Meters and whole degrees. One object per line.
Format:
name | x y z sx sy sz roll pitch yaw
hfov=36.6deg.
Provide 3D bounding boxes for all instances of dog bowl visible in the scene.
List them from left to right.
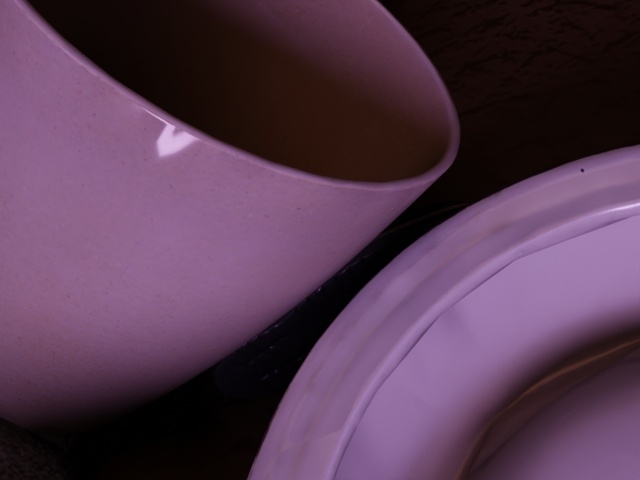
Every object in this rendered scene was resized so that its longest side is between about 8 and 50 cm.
dog bowl | 0.173 0.156 0.404 0.408 0.150 0.408 -12 52 15

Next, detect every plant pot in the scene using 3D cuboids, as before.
plant pot | -0.104 -0.021 0.538 0.274 0.256 0.256 -55 40 33

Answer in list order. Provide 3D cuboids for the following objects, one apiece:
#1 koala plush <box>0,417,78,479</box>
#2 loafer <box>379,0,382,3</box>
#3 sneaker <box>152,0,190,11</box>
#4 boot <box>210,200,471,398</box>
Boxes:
koala plush | -0.250 0.160 0.589 0.221 0.203 0.196 -3 62 -5
loafer | 0.030 -0.182 0.777 0.050 0.056 0.148 15 73 30
sneaker | -0.054 -0.199 0.733 0.178 0.295 0.123 -13 93 -12
boot | 0.000 0.000 0.645 0.198 0.077 0.137 -27 45 1
